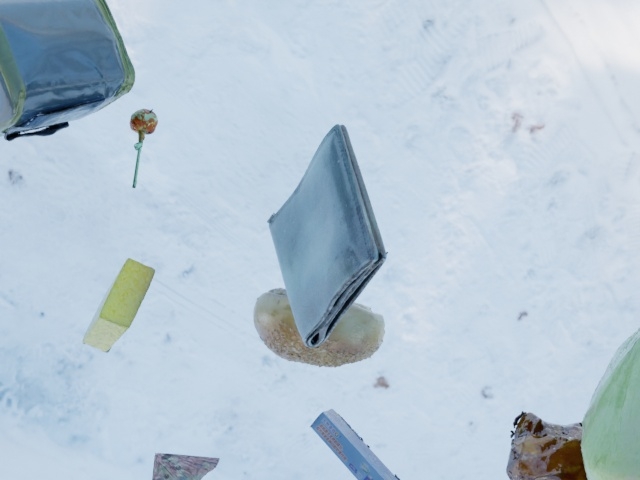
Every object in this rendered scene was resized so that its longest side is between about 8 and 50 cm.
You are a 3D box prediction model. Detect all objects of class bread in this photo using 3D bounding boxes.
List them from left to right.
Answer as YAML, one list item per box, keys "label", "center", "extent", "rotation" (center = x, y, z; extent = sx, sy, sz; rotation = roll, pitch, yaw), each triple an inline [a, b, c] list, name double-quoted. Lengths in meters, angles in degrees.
- label: "bread"
  center: [-0.014, 0.198, 1.376]
  extent: [0.315, 0.192, 0.171]
  rotation: [9, 77, 10]

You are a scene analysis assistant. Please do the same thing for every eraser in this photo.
- label: "eraser"
  center: [-0.286, 0.094, 0.850]
  extent: [0.045, 0.122, 0.097]
  rotation: [27, 52, -18]

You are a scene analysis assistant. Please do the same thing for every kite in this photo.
- label: "kite"
  center: [-0.210, 0.387, 0.944]
  extent: [0.139, 0.157, 0.011]
  rotation: [-32, 151, -35]

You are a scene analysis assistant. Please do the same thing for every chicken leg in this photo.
- label: "chicken leg"
  center: [0.351, 0.295, 0.750]
  extent: [0.305, 0.093, 0.113]
  rotation: [23, 78, -28]

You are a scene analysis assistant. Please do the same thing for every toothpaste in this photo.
- label: "toothpaste"
  center: [0.093, 0.486, 1.315]
  extent: [0.053, 0.272, 0.066]
  rotation: [-51, 158, 12]

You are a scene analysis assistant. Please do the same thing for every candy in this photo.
- label: "candy"
  center: [-0.339, -0.174, 1.130]
  extent: [0.056, 0.184, 0.049]
  rotation: [-11, 148, 15]

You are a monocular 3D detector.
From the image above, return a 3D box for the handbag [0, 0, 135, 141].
- label: "handbag"
  center: [-0.495, -0.295, 1.034]
  extent: [0.241, 0.263, 0.222]
  rotation: [-29, 102, -47]

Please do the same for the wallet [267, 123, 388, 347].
- label: "wallet"
  center: [-0.001, 0.000, 0.945]
  extent: [0.054, 0.251, 0.290]
  rotation: [-2, 146, -25]

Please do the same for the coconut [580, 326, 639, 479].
- label: "coconut"
  center: [0.393, 0.187, 0.560]
  extent: [0.329, 0.281, 0.328]
  rotation: [3, 85, -29]
